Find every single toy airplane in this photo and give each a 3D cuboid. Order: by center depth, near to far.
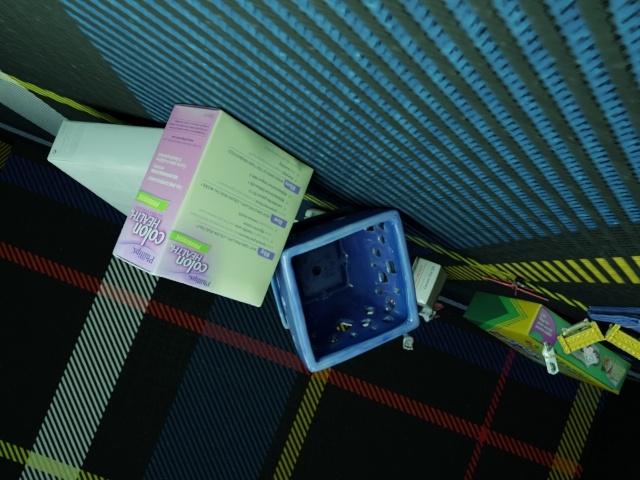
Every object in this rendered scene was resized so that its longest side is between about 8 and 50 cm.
[{"bbox_3d":[0.431,0.100,1.250,0.151,0.028,0.151,22,176,2],"label":"toy airplane"}]

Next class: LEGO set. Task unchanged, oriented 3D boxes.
[{"bbox_3d":[0.687,0.248,1.381,0.286,0.132,0.107,-5,-176,19],"label":"LEGO set"}]

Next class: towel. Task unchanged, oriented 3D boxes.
[{"bbox_3d":[0.711,0.199,1.085,0.335,0.040,0.243,21,176,3],"label":"towel"}]

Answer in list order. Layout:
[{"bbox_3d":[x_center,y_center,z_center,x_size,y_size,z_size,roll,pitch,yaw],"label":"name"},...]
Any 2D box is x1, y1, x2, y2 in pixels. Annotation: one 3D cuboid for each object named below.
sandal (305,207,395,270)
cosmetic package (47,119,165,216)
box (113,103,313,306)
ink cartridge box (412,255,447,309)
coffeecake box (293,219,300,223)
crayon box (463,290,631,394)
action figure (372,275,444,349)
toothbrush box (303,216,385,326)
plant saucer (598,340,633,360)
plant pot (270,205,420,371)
[{"bbox_3d":[0.095,0.029,1.467,0.169,0.102,0.416,15,171,35],"label":"sandal"},{"bbox_3d":[-0.323,-0.109,1.202,0.284,0.098,0.377,10,163,18],"label":"cosmetic package"},{"bbox_3d":[-0.155,-0.048,0.875,0.117,0.243,0.213,17,174,41],"label":"box"},{"bbox_3d":[0.287,0.118,1.563,0.067,0.115,0.198,20,176,22],"label":"ink cartridge box"},{"bbox_3d":[0.000,0.000,1.774,0.185,0.068,0.142,17,173,43],"label":"coffeecake box"},{"bbox_3d":[0.659,0.294,1.692,0.362,0.106,0.313,32,174,-16],"label":"crayon box"},{"bbox_3d":[0.239,0.203,1.961,0.370,0.248,0.276,19,-176,-13],"label":"action figure"},{"bbox_3d":[0.040,0.086,1.368,0.206,0.122,0.283,13,150,2],"label":"toothbrush box"},{"bbox_3d":[0.857,0.315,1.751,0.194,0.038,0.195,22,176,2],"label":"plant saucer"},{"bbox_3d":[0.022,0.068,1.072,0.235,0.236,0.212,-19,-161,-18],"label":"plant pot"}]
